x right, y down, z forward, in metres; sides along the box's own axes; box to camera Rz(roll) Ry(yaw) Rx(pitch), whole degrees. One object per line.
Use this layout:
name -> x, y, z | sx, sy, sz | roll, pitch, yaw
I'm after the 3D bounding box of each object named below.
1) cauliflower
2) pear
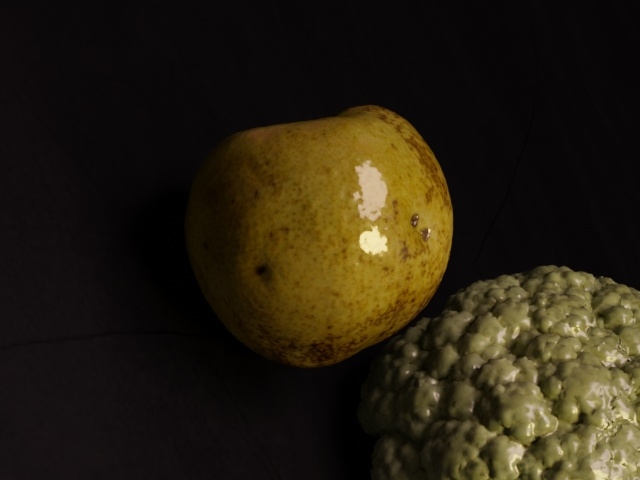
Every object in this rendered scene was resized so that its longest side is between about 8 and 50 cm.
cauliflower -> 0.169, 0.170, 1.517 | 0.250, 0.275, 0.272 | 73, -5, -45
pear -> 0.000, 0.000, 1.428 | 0.197, 0.197, 0.197 | 34, 40, -33
